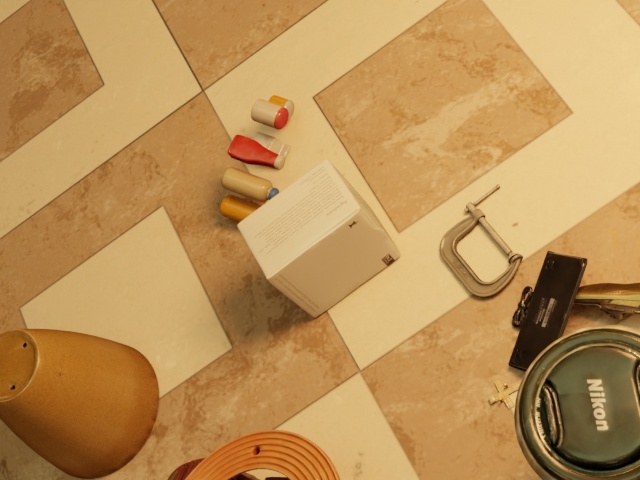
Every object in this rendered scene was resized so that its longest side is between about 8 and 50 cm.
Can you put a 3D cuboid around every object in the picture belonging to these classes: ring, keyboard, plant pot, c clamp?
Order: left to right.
[{"bbox_3d":[-0.427,0.237,1.872,0.237,0.254,0.237,-11,62,22],"label":"plant pot"},{"bbox_3d":[-0.101,0.416,1.573,0.337,0.032,0.336,-23,47,27],"label":"ring"},{"bbox_3d":[0.254,0.005,1.788,0.137,0.022,0.160,-34,56,8],"label":"c clamp"},{"bbox_3d":[0.324,0.104,1.686,0.108,0.023,0.180,13,81,55],"label":"keyboard"}]

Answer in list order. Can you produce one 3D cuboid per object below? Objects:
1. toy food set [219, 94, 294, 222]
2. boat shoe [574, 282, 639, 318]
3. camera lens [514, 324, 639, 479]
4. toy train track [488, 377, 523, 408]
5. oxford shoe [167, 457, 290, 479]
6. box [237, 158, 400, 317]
[{"bbox_3d":[-0.086,-0.140,1.973,0.104,0.111,0.232,21,76,20],"label":"toy food set"},{"bbox_3d":[0.423,0.089,1.648,0.152,0.056,0.049,-2,105,40],"label":"boat shoe"},{"bbox_3d":[0.379,0.243,1.463,0.219,0.274,0.219,-11,63,22],"label":"camera lens"},{"bbox_3d":[0.280,0.212,1.683,0.083,0.014,0.048,-32,57,9],"label":"toy train track"},{"bbox_3d":[-0.104,0.409,1.715,0.348,0.130,0.123,3,61,46],"label":"oxford shoe"},{"bbox_3d":[0.000,0.000,1.818,0.182,0.181,0.119,-36,56,6],"label":"box"}]
